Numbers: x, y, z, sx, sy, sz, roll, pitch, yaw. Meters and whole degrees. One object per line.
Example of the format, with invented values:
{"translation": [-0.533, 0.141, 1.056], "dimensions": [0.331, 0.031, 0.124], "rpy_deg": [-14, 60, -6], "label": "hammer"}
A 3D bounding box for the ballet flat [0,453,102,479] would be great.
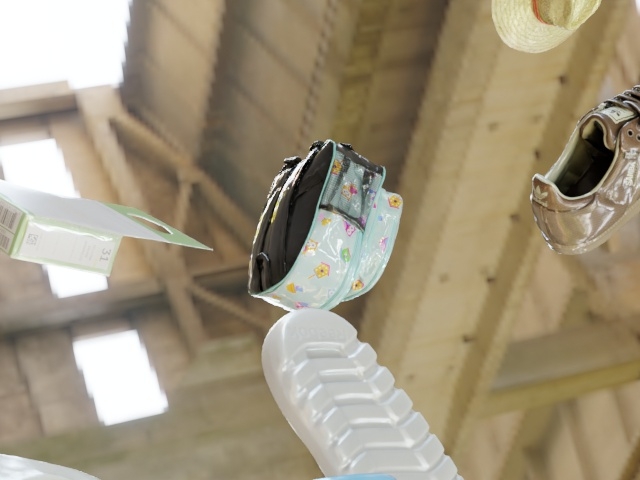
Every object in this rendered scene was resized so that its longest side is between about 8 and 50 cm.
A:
{"translation": [-0.100, 0.222, 1.009], "dimensions": [0.139, 0.400, 0.139], "rpy_deg": [-41, -146, 35], "label": "ballet flat"}

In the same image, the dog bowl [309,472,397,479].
{"translation": [-0.048, 0.260, 1.375], "dimensions": [0.297, 0.166, 0.074], "rpy_deg": [-24, -111, 36], "label": "dog bowl"}

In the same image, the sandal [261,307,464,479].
{"translation": [0.061, 0.262, 1.634], "dimensions": [0.102, 0.169, 0.416], "rpy_deg": [-38, -108, 46], "label": "sandal"}

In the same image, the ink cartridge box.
{"translation": [-0.258, -0.010, 1.752], "dimensions": [0.171, 0.235, 0.056], "rpy_deg": [26, -81, 49], "label": "ink cartridge box"}

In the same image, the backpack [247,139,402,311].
{"translation": [0.000, 0.000, 1.922], "dimensions": [0.166, 0.144, 0.188], "rpy_deg": [-24, -143, 57], "label": "backpack"}

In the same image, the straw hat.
{"translation": [0.240, -0.241, 1.597], "dimensions": [0.061, 0.144, 0.144], "rpy_deg": [38, -45, 48], "label": "straw hat"}

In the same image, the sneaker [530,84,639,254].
{"translation": [0.219, -0.072, 1.128], "dimensions": [0.066, 0.188, 0.071], "rpy_deg": [32, -17, 40], "label": "sneaker"}
